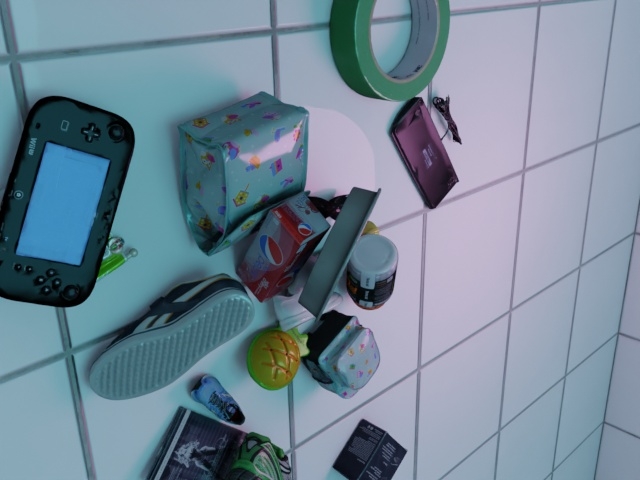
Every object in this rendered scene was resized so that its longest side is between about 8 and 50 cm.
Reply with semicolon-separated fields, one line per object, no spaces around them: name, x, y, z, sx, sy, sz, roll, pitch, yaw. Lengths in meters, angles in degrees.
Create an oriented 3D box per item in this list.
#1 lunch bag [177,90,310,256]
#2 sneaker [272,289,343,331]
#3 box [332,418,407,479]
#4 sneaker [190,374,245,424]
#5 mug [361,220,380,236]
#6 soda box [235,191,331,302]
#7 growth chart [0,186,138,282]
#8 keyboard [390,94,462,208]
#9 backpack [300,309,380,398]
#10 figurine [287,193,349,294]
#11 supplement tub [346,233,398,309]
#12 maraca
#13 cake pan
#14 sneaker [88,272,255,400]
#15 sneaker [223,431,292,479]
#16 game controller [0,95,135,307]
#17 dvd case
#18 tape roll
lunch bag;-0.137;-0.111;1.268;0.223;0.160;0.262;-32;137;-39
sneaker;-0.028;0.131;1.540;0.212;0.080;0.094;-16;76;-56
box;0.138;0.599;1.867;0.158;0.093;0.156;-56;136;-16
sneaker;-0.206;0.337;1.425;0.063;0.073;0.162;-54;136;-16
mug;0.099;-0.013;1.617;0.064;0.062;0.078;-22;144;-29
soda box;-0.078;0.020;1.317;0.083;0.092;0.263;-33;167;-34
growth chart;-0.420;-0.012;1.109;0.172;0.021;0.237;-45;130;-26
keyboard;0.289;-0.243;1.749;0.201;0.033;0.317;-48;135;-13
backpack;0.057;0.281;1.628;0.166;0.144;0.188;-49;137;-29
figurine;0.000;0.000;1.506;0.210;0.092;0.214;-8;112;-49
supplement tub;0.119;0.081;1.600;0.117;0.117;0.190;-44;156;-25
maraca;-0.091;0.247;1.493;0.127;0.099;0.186;56;44;-10
cake pan;0.033;0.020;1.334;0.293;0.054;0.293;25;90;-88
sneaker;-0.277;0.173;1.266;0.321;0.127;0.126;-28;121;-6
sneaker;-0.103;0.559;1.573;0.343;0.134;0.146;71;33;-48
game controller;-0.399;-0.056;1.051;0.167;0.067;0.319;14;92;-46
dvd case;-0.257;0.460;1.448;0.221;0.018;0.164;40;68;-47
tape roll;0.159;-0.469;1.492;0.321;0.077;0.321;-18;117;-40
